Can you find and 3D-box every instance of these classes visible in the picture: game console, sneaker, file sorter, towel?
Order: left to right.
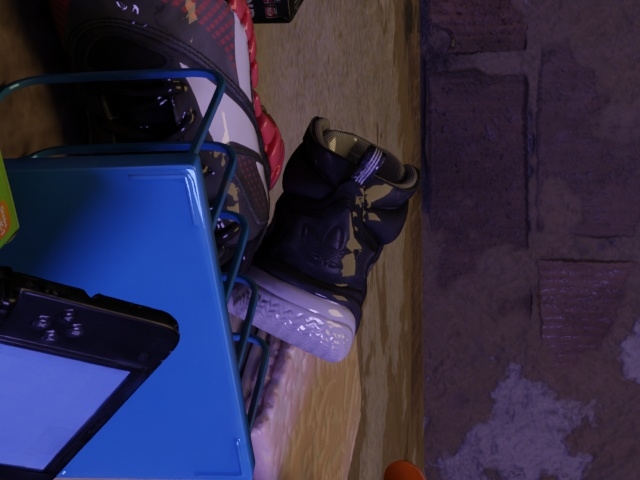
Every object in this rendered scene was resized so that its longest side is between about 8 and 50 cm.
[{"bbox_3d":[-0.116,0.074,0.359,0.107,0.122,0.071,19,40,-35],"label":"game console"},{"bbox_3d":[-0.093,0.015,0.507,0.104,0.118,0.170,-80,166,-55],"label":"file sorter"},{"bbox_3d":[-0.082,-0.059,0.595,0.276,0.097,0.135,73,19,-61],"label":"sneaker"},{"bbox_3d":[-0.019,0.179,1.031,0.332,0.053,0.317,-68,157,-53],"label":"towel"},{"bbox_3d":[0.000,0.000,0.785,0.153,0.101,0.268,-64,-174,-5],"label":"sneaker"}]

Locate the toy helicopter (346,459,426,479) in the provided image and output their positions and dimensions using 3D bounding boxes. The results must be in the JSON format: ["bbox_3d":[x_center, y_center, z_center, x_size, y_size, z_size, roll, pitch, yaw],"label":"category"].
[{"bbox_3d":[0.059,0.349,0.896,0.235,0.140,0.355,-43,124,-42],"label":"toy helicopter"}]

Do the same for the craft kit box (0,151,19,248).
[{"bbox_3d":[-0.171,-0.050,0.264,0.247,0.060,0.250,-66,155,-57],"label":"craft kit box"}]

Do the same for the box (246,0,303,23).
[{"bbox_3d":[-0.035,-0.305,0.933,0.220,0.051,0.175,-71,159,-57],"label":"box"}]
